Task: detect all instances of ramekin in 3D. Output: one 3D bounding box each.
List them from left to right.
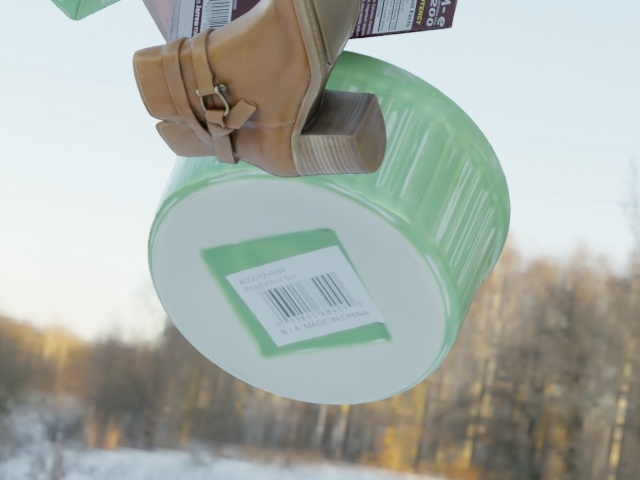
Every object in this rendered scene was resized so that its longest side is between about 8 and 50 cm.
[{"bbox_3d":[0.000,0.000,1.467,0.303,0.148,0.303,11,-46,11],"label":"ramekin"}]

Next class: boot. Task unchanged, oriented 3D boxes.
[{"bbox_3d":[-0.051,-0.120,1.078,0.152,0.197,0.073,5,38,26],"label":"boot"}]

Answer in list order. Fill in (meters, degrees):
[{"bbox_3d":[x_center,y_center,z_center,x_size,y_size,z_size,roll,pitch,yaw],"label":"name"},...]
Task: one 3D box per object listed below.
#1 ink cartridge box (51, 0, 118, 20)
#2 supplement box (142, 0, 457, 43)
[{"bbox_3d":[-0.066,-0.224,0.799,0.154,0.093,0.212,-32,-20,-36],"label":"ink cartridge box"},{"bbox_3d":[-0.021,-0.219,1.372,0.239,0.073,0.130,-9,43,-22],"label":"supplement box"}]
